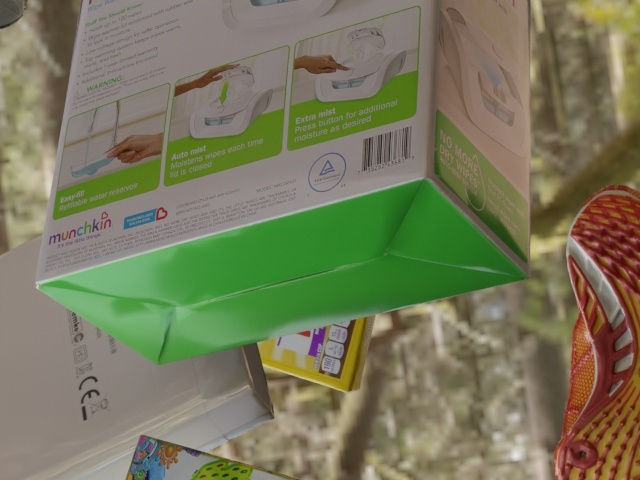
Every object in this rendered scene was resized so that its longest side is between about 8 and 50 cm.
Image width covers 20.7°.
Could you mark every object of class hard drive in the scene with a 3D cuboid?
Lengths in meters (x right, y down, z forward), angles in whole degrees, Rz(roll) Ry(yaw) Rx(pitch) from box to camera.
[{"bbox_3d":[-0.214,0.104,1.200,0.353,0.233,0.047,-26,134,8],"label":"hard drive"}]

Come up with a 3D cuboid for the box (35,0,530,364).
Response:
[{"bbox_3d":[-0.019,-0.076,1.026,0.262,0.231,0.127,-16,144,29],"label":"box"}]

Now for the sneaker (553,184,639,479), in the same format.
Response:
[{"bbox_3d":[0.146,0.061,0.824,0.064,0.175,0.067,5,-173,17],"label":"sneaker"}]

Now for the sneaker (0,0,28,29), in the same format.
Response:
[{"bbox_3d":[-0.361,-0.211,1.310,0.283,0.122,0.110,-17,-147,-28],"label":"sneaker"}]

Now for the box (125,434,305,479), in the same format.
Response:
[{"bbox_3d":[0.059,0.251,1.029,0.279,0.177,0.290,9,170,43],"label":"box"}]

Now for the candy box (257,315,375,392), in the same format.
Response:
[{"bbox_3d":[0.000,0.000,1.293,0.105,0.206,0.027,15,-172,24],"label":"candy box"}]
